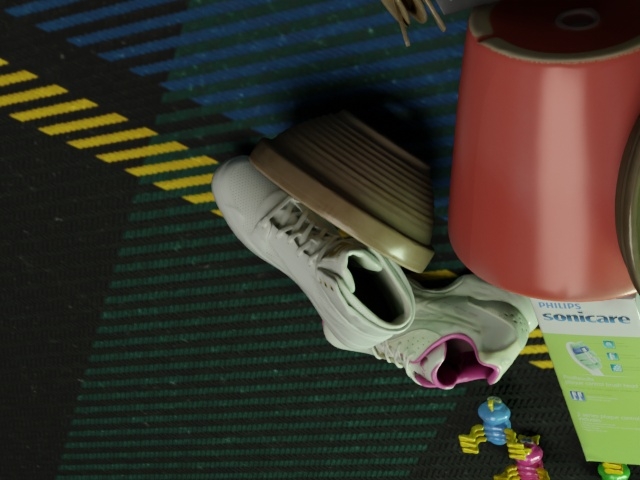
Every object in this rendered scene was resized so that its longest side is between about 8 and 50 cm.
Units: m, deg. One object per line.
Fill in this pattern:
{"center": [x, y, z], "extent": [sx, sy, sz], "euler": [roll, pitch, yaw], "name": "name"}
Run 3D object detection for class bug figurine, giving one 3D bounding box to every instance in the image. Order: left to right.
{"center": [0.331, 0.282, 1.978], "extent": [0.279, 0.072, 0.216], "euler": [6, 144, 15], "name": "bug figurine"}

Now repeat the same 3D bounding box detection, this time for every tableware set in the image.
{"center": [0.042, -0.285, 1.463], "extent": [0.194, 0.039, 0.128], "euler": [55, 177, -29], "name": "tableware set"}

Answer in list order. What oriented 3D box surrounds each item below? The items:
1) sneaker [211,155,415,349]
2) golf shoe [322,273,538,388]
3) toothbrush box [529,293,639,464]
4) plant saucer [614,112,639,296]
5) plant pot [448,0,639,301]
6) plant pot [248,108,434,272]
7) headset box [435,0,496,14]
{"center": [0.000, 0.000, 1.749], "extent": [0.292, 0.108, 0.169], "euler": [46, 162, -4], "name": "sneaker"}
{"center": [0.120, 0.119, 1.857], "extent": [0.306, 0.140, 0.115], "euler": [-7, 132, 36], "name": "golf shoe"}
{"center": [0.343, 0.084, 1.644], "extent": [0.122, 0.206, 0.283], "euler": [1, 136, 28], "name": "toothbrush box"}
{"center": [0.364, -0.052, 1.380], "extent": [0.041, 0.278, 0.278], "euler": [18, 148, 49], "name": "plant saucer"}
{"center": [0.249, -0.115, 1.445], "extent": [0.275, 0.275, 0.243], "euler": [8, 128, 21], "name": "plant pot"}
{"center": [0.045, -0.072, 1.668], "extent": [0.237, 0.110, 0.237], "euler": [33, -175, -3], "name": "plant pot"}
{"center": [0.174, -0.340, 1.335], "extent": [0.293, 0.110, 0.218], "euler": [-9, 131, 35], "name": "headset box"}
